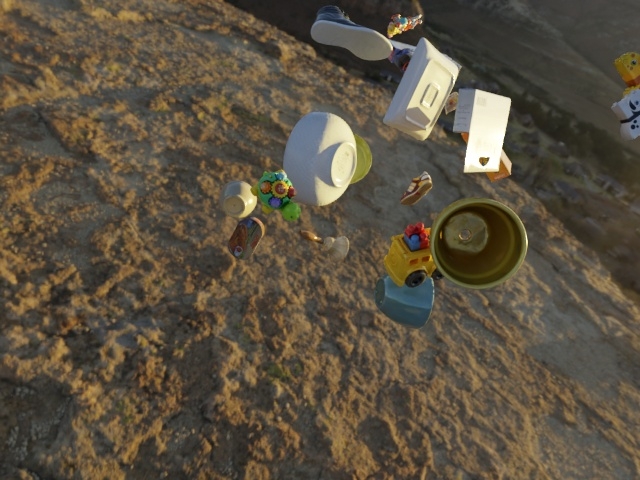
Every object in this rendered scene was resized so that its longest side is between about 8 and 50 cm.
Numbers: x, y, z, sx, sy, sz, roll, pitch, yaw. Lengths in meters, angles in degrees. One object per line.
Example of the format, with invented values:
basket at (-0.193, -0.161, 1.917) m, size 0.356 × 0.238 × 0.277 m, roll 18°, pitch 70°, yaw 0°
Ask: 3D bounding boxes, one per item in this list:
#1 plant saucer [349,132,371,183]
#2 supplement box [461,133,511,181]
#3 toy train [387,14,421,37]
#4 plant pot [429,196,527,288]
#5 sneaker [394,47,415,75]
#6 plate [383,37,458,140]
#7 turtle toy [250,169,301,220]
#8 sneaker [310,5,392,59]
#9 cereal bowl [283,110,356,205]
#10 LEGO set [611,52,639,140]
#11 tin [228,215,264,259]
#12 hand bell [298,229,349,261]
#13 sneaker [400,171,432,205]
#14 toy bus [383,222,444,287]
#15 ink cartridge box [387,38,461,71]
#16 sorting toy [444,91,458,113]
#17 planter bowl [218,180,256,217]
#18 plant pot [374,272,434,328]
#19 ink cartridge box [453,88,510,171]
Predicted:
plant saucer at (0.088, -0.333, 1.880) m, size 0.241 × 0.037 × 0.241 m, roll 0°, pitch 74°, yaw -2°
supplement box at (0.597, -0.324, 1.645) m, size 0.233 × 0.078 × 0.080 m, roll 46°, pitch 41°, yaw -25°
toy train at (0.279, -0.732, 1.534) m, size 0.166 × 0.125 × 0.046 m, roll -67°, pitch 134°, yaw -75°
plant pot at (0.445, -0.005, 1.357) m, size 0.254 × 0.254 × 0.239 m, roll 26°, pitch 11°, yaw 5°
sneaker at (0.336, -0.592, 1.635) m, size 0.221 × 0.083 × 0.087 m, roll 36°, pitch 34°, yaw -43°
plate at (0.348, -0.480, 1.516) m, size 0.045 × 0.277 × 0.278 m, roll 34°, pitch 18°, yaw 35°
turtle toy at (-0.093, -0.102, 1.055) m, size 0.095 × 0.066 × 0.130 m, roll -37°, pitch 102°, yaw -21°
sneaker at (0.108, -0.720, 1.576) m, size 0.295 × 0.104 × 0.147 m, roll 10°, pitch 51°, yaw -17°
cereal bowl at (0.026, -0.278, 1.622) m, size 0.141 × 0.339 × 0.339 m, roll 19°, pitch 28°, yaw 33°
LEGO set at (0.491, -0.246, 0.658) m, size 0.093 × 0.227 × 0.087 m, roll 53°, pitch 3°, yaw -6°
tin at (-0.290, -0.010, 1.799) m, size 0.106 × 0.190 × 0.040 m, roll 35°, pitch 26°, yaw 1°
hand bell at (0.000, 0.000, 2.046) m, size 0.242 × 0.126 × 0.126 m, roll 24°, pitch 27°, yaw -38°
sneaker at (0.435, -0.236, 2.112) m, size 0.069 × 0.185 × 0.084 m, roll 20°, pitch 47°, yaw -33°
toy bus at (0.339, 0.028, 1.539) m, size 0.220 × 0.211 × 0.149 m, roll -12°, pitch 44°, yaw -15°
ink cartridge box at (0.359, -0.701, 1.755) m, size 0.311 × 0.065 × 0.186 m, roll 12°, pitch 31°, yaw -12°
sorting toy at (0.566, -0.599, 1.976) m, size 0.083 × 0.075 × 0.045 m, roll -26°, pitch 52°, yaw 2°
planter bowl at (-0.359, -0.162, 1.953) m, size 0.162 × 0.162 × 0.109 m, roll 18°, pitch 22°, yaw -8°
plant pot at (0.358, 0.245, 2.082) m, size 0.195 × 0.290 × 0.290 m, roll 9°, pitch 36°, yaw -13°
ink cartridge box at (0.506, -0.340, 1.452) m, size 0.060 × 0.239 × 0.275 m, roll 18°, pitch 19°, yaw 40°
